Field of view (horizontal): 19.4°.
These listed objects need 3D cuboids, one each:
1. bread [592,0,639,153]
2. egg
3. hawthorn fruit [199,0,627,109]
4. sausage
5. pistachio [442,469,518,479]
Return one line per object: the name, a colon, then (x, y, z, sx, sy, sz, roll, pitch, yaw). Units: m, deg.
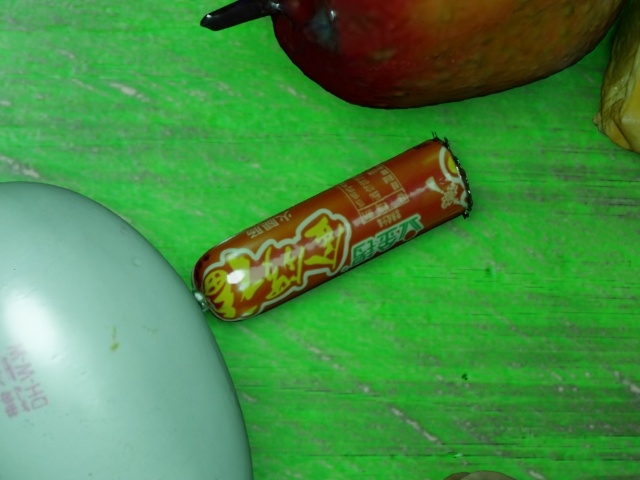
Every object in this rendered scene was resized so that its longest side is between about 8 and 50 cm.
bread: (0.395, -0.121, 1.652, 0.294, 0.132, 0.167, 16, 79, -15)
egg: (-0.179, 0.126, 1.420, 0.230, 0.230, 0.371, -34, 104, -15)
hawthorn fruit: (0.066, -0.234, 1.466, 0.369, 0.285, 0.284, -21, 96, -20)
sausage: (0.000, 0.000, 1.559, 0.264, 0.083, 0.083, -27, 98, -15)
pistachio: (0.141, 0.329, 1.563, 0.213, 0.163, 0.260, 33, 66, -35)
